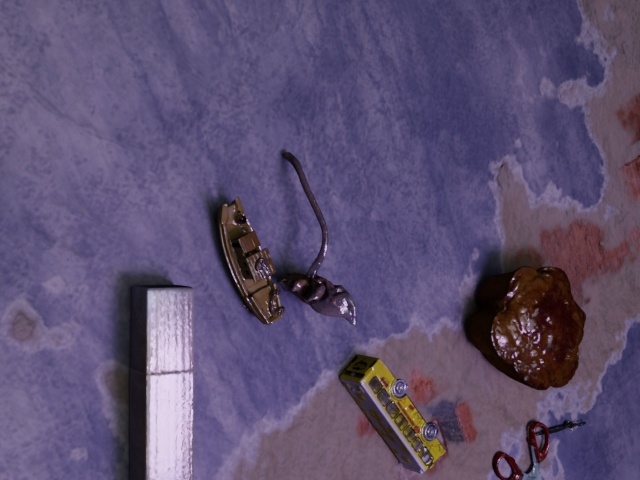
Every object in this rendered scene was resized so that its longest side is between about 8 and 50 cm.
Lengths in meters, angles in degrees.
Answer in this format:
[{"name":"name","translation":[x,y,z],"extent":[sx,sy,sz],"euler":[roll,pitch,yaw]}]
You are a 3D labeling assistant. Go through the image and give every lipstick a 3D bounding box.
[{"name":"lipstick","translation":[-0.233,0.252,1.308],"extent":[0.080,0.076,0.371],"euler":[1,91,-31]}]

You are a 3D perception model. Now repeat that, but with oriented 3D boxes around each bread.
[{"name":"bread","translation":[0.399,0.159,1.671],"extent":[0.247,0.135,0.232],"euler":[37,72,-27]}]

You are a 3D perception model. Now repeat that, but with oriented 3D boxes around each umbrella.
[{"name":"umbrella","translation":[0.482,0.379,1.796],"extent":[0.149,0.022,0.022],"euler":[-3,55,-32]}]

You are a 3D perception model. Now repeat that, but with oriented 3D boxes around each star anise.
[{"name":"star anise","translation":[0.000,0.000,1.436],"extent":[0.218,0.148,0.227],"euler":[22,90,13]}]

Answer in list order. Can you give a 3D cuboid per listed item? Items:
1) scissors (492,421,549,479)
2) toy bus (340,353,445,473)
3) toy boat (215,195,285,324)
[{"name":"scissors","translation":[0.431,0.491,1.766],"extent":[0.144,0.017,0.247],"euler":[-33,109,-22]},{"name":"toy bus","translation":[0.129,0.296,1.535],"extent":[0.074,0.081,0.226],"euler":[-44,113,-25]},{"name":"toy boat","translation":[-0.109,0.033,1.385],"extent":[0.064,0.072,0.206],"euler":[-29,106,-30]}]
